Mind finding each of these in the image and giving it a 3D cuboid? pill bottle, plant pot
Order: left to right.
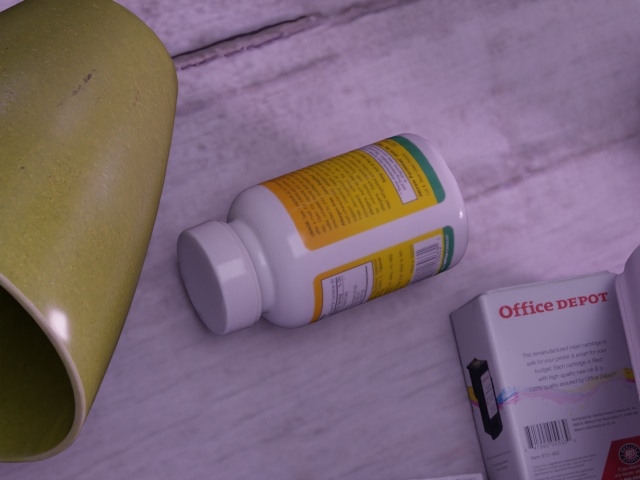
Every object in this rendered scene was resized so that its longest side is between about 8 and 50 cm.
[{"bbox_3d":[-0.224,-0.039,1.331,0.275,0.275,0.293,34,53,-6],"label":"plant pot"},{"bbox_3d":[0.000,0.000,1.448,0.208,0.117,0.117,-21,83,-21],"label":"pill bottle"}]

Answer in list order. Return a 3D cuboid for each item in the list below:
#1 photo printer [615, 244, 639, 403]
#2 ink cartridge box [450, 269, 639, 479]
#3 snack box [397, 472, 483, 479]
[{"bbox_3d":[0.330,0.160,1.391,0.107,0.307,0.256,-30,113,17],"label":"photo printer"},{"bbox_3d":[0.192,0.123,1.499,0.127,0.072,0.175,-8,78,-19],"label":"ink cartridge box"},{"bbox_3d":[0.047,0.222,1.454,0.178,0.022,0.064,-2,77,-18],"label":"snack box"}]
